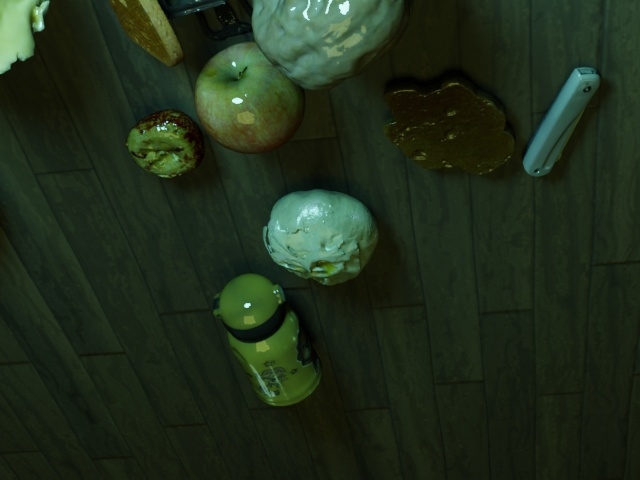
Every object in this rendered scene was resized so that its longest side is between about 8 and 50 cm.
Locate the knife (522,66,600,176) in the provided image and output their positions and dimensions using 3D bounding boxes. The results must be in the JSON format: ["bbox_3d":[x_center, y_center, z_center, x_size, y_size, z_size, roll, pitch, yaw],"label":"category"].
[{"bbox_3d":[0.443,-0.216,2.106,0.073,0.041,0.266,0,142,-16],"label":"knife"}]

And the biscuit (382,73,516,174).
[{"bbox_3d":[0.232,-0.213,2.108,0.290,0.041,0.208,29,132,-29],"label":"biscuit"}]

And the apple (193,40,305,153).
[{"bbox_3d":[-0.119,-0.240,1.969,0.188,0.188,0.174,-13,143,17],"label":"apple"}]

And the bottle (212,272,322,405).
[{"bbox_3d":[-0.119,0.211,2.537,0.171,0.172,0.351,-9,140,12],"label":"bottle"}]

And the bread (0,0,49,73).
[{"bbox_3d":[-0.592,-0.436,1.645,0.361,0.250,0.394,25,161,45],"label":"bread"}]

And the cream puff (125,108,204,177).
[{"bbox_3d":[-0.285,-0.185,2.122,0.149,0.084,0.149,3,138,3],"label":"cream puff"}]

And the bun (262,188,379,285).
[{"bbox_3d":[0.000,0.000,2.297,0.239,0.141,0.239,2,144,1],"label":"bun"}]

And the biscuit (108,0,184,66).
[{"bbox_3d":[-0.291,-0.370,1.841,0.036,0.192,0.186,-41,137,-13],"label":"biscuit"}]

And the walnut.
[{"bbox_3d":[0.022,-0.366,1.756,0.273,0.273,0.227,-29,98,32],"label":"walnut"}]

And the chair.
[{"bbox_3d":[-0.185,-0.389,1.852,0.106,0.113,0.229,-11,136,18],"label":"chair"}]
